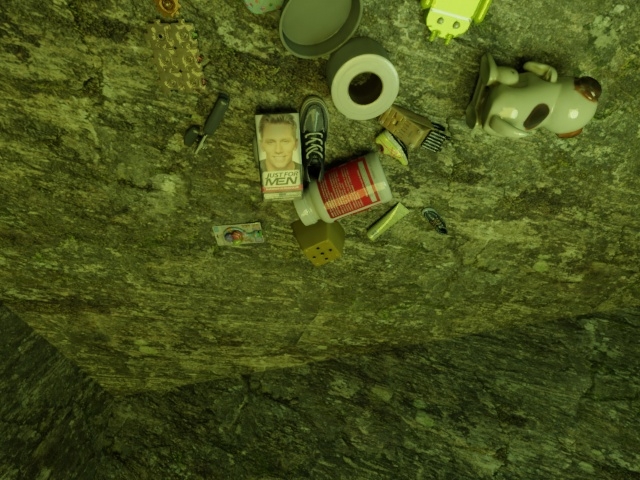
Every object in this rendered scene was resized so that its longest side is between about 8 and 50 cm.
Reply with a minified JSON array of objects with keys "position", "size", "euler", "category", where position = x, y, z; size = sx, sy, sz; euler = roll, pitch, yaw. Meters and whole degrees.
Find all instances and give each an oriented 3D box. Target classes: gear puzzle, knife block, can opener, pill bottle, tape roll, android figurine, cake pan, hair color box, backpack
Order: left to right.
[{"position":[-0.504,-0.677,1.445],"size":[0.176,0.044,0.338],"euler":[-3,132,-3],"category":"gear puzzle"},{"position":[-0.447,-0.454,1.646],"size":[0.093,0.074,0.280],"euler":[27,125,-29],"category":"can opener"},{"position":[-0.163,-0.797,1.320],"size":[0.182,0.115,0.152],"euler":[-12,137,5],"category":"backpack"},{"position":[-0.165,-0.336,1.692],"size":[0.174,0.105,0.347],"euler":[-5,111,-6],"category":"hair color box"},{"position":[-0.004,-0.735,1.376],"size":[0.293,0.054,0.293],"euler":[-19,158,-8],"category":"cake pan"},{"position":[0.094,-0.214,1.859],"size":[0.408,0.229,0.229],"euler":[-20,134,11],"category":"pill bottle"},{"position":[0.150,-0.590,1.535],"size":[0.246,0.169,0.246],"euler":[-5,134,-5],"category":"tape roll"},{"position":[0.404,-0.476,1.762],"size":[0.276,0.242,0.088],"euler":[42,127,14],"category":"knife block"},{"position":[0.460,-0.817,1.438],"size":[0.248,0.056,0.272],"euler":[8,131,-16],"category":"android figurine"}]

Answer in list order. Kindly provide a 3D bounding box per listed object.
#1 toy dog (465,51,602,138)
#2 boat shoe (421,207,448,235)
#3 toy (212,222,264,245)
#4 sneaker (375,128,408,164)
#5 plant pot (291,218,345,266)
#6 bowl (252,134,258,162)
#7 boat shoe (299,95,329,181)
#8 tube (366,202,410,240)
[{"position":[0.806,-0.520,1.561],"size":[0.408,0.395,0.284],"euler":[2,126,1],"category":"toy dog"},{"position":[0.592,-0.097,2.151],"size":[0.183,0.083,0.065],"euler":[31,123,-32],"category":"boat shoe"},{"position":[-0.410,-0.017,2.100],"size":[0.237,0.056,0.136],"euler":[-7,134,-2],"category":"toy"},{"position":[0.312,-0.399,1.823],"size":[0.094,0.081,0.208],"euler":[-24,130,29],"category":"sneaker"},{"position":[0.000,0.000,2.086],"size":[0.212,0.187,0.212],"euler":[-25,133,15],"category":"plant pot"},{"position":[-0.215,-0.378,1.772],"size":[0.142,0.053,0.142],"euler":[-3,136,-5],"category":"bowl"},{"position":[-0.020,-0.398,1.707],"size":[0.127,0.158,0.340],"euler":[-5,135,-4],"category":"boat shoe"},{"position":[0.339,-0.095,2.140],"size":[0.240,0.062,0.070],"euler":[-41,170,23],"category":"tube"}]
